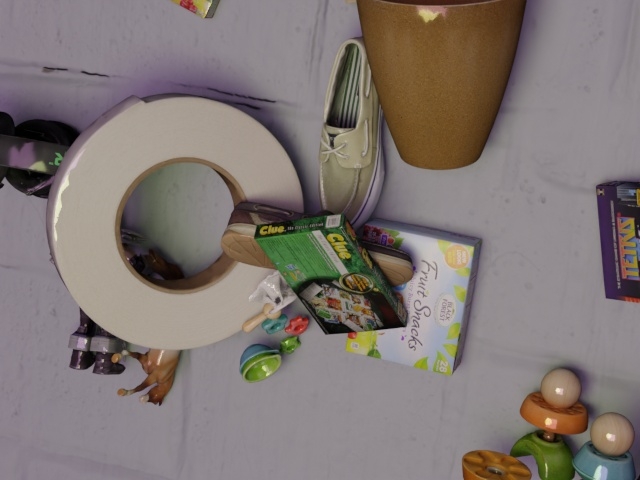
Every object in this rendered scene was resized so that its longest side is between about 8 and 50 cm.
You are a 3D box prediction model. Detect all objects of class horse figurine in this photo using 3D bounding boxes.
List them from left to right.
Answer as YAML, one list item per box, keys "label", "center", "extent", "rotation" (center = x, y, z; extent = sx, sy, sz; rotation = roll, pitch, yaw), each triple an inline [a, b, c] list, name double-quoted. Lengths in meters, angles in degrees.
- label: "horse figurine"
  center: [-0.262, 0.151, 1.866]
  extent: [0.066, 0.174, 0.263]
  rotation: [15, 92, 27]

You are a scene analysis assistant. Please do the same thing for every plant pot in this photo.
- label: "plant pot"
  center: [0.170, -0.237, 1.617]
  extent: [0.237, 0.237, 0.254]
  rotation: [5, 116, 16]

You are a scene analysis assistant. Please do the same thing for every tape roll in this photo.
- label: "tape roll"
  center: [-0.213, -0.029, 1.728]
  extent: [0.392, 0.072, 0.392]
  rotation: [-5, 105, -21]

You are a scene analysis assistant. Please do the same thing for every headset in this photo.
- label: "headset"
  center: [-0.498, -0.113, 1.838]
  extent: [0.394, 0.243, 0.185]
  rotation: [12, 92, 40]

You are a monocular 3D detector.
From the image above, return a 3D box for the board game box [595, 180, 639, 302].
- label: "board game box"
  center: [0.459, 0.003, 1.614]
  extent: [0.141, 0.048, 0.170]
  rotation: [5, 105, 55]

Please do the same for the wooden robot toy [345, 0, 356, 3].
- label: "wooden robot toy"
  center: [0.065, -0.437, 1.679]
  extent: [0.079, 0.076, 0.173]
  rotation: [-3, 101, 7]

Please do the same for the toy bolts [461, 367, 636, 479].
- label: "toy bolts"
  center: [0.335, 0.288, 1.630]
  extent: [0.228, 0.218, 0.158]
  rotation: [30, 116, 50]

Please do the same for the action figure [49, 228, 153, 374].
- label: "action figure"
  center: [-0.368, 0.075, 1.907]
  extent: [0.185, 0.099, 0.285]
  rotation: [9, 100, 23]

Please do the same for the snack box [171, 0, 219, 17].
- label: "snack box"
  center: [-0.214, -0.420, 1.784]
  extent: [0.141, 0.037, 0.100]
  rotation: [29, 107, 10]

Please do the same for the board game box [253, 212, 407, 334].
- label: "board game box"
  center: [0.020, 0.054, 1.651]
  extent: [0.136, 0.030, 0.260]
  rotation: [-5, 143, 24]

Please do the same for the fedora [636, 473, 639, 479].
- label: "fedora"
  center: [0.536, 0.382, 1.602]
  extent: [0.152, 0.334, 0.334]
  rotation: [-18, 96, 51]

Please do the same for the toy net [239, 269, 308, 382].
- label: "toy net"
  center: [-0.061, 0.129, 1.761]
  extent: [0.045, 0.122, 0.232]
  rotation: [61, 152, 32]

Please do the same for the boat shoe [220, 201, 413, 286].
- label: "boat shoe"
  center: [0.000, 0.000, 1.690]
  extent: [0.285, 0.103, 0.092]
  rotation: [10, 61, 0]

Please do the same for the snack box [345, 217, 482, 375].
- label: "snack box"
  center: [0.142, 0.084, 1.757]
  extent: [0.174, 0.070, 0.207]
  rotation: [13, 105, 16]

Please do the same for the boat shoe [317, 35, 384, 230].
- label: "boat shoe"
  center: [0.037, -0.159, 1.717]
  extent: [0.109, 0.094, 0.302]
  rotation: [14, 101, 34]
